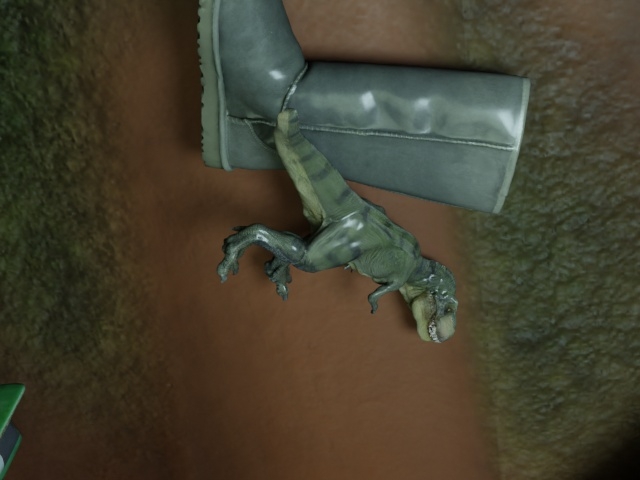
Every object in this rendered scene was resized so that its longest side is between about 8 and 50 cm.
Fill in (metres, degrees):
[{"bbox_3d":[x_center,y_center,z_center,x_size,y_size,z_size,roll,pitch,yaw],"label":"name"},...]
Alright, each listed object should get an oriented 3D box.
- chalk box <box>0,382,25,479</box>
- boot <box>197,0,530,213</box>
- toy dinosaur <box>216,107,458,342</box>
[{"bbox_3d":[-0.370,0.167,0.803,0.289,0.180,0.179,-22,114,16],"label":"chalk box"},{"bbox_3d":[0.030,-0.105,0.665,0.208,0.076,0.190,10,134,9],"label":"boot"},{"bbox_3d":[0.000,0.000,0.708,0.118,0.064,0.268,-21,142,22],"label":"toy dinosaur"}]
